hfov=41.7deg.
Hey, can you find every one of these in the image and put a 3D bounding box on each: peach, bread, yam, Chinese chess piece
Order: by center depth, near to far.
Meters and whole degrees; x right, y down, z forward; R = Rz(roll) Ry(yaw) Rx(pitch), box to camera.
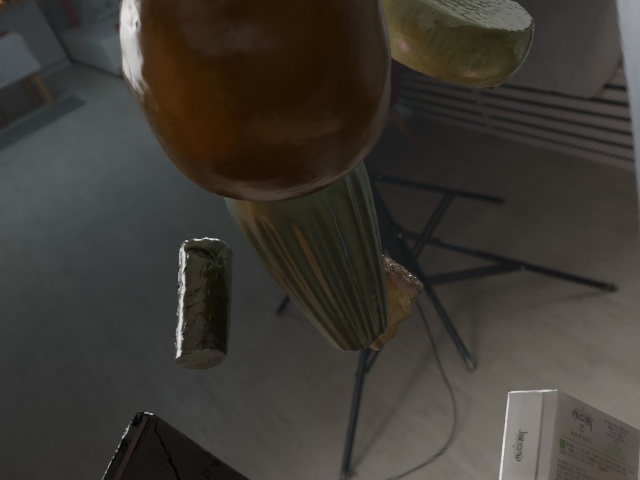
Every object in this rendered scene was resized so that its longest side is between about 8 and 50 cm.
[{"bbox_3d":[-0.039,-0.146,0.489,0.153,0.251,0.251,-7,26,-7],"label":"peach"},{"bbox_3d":[-0.111,0.057,0.799,0.054,0.054,0.132,-16,54,19],"label":"yam"},{"bbox_3d":[0.188,-0.320,1.239,0.250,0.101,0.250,15,33,-10],"label":"Chinese chess piece"},{"bbox_3d":[0.072,0.098,1.638,0.171,0.192,0.314,-52,-1,-8],"label":"bread"}]

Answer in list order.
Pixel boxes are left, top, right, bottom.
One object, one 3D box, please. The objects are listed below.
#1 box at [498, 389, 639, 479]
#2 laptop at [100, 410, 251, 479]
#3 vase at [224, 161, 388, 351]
[{"bbox_3d":[0.428,0.383,1.432,0.111,0.260,0.194,-17,53,50],"label":"box"},{"bbox_3d":[-0.127,0.258,0.648,0.026,0.154,0.207,-21,37,44],"label":"laptop"},{"bbox_3d":[0.000,0.000,0.786,0.128,0.248,0.128,-16,35,12],"label":"vase"}]
